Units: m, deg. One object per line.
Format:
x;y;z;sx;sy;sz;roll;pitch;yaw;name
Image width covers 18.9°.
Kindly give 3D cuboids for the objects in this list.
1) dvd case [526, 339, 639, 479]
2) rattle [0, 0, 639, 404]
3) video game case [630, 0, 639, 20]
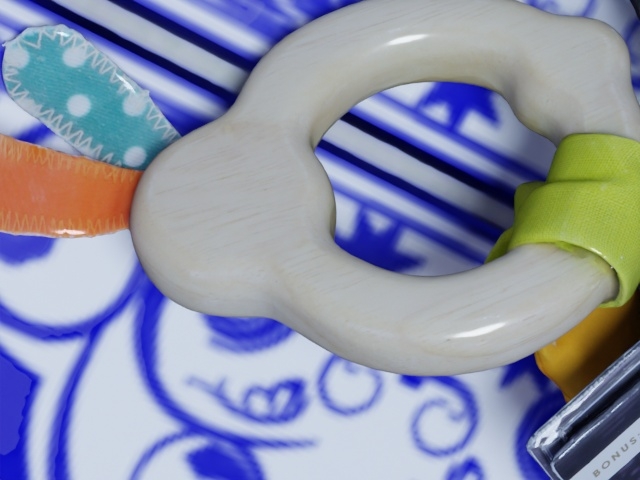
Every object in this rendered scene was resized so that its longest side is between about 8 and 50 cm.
0.174;0.072;0.629;0.164;0.018;0.221;-41;132;-3;dvd case
0.000;0.000;0.594;0.199;0.143;0.130;-9;75;2;rattle
0.211;-0.070;0.551;0.232;0.210;0.042;-10;147;-12;video game case
